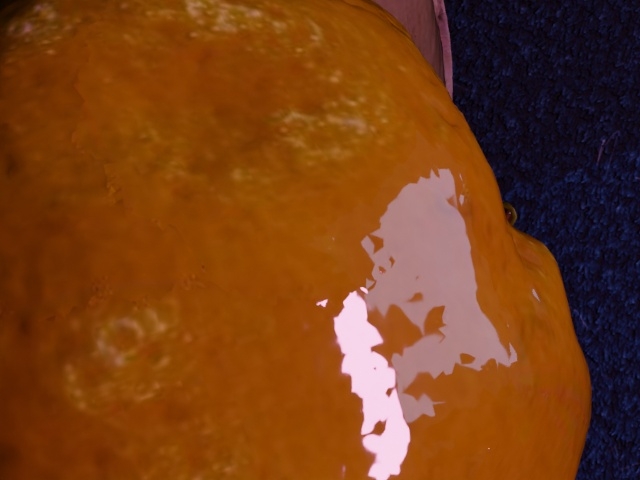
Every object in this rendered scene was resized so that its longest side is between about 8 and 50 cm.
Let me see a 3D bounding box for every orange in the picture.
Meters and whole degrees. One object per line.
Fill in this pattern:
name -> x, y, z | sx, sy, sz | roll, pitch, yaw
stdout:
orange -> -0.034, 0.037, 0.489 | 0.279, 0.235, 0.279 | -19, 90, -80

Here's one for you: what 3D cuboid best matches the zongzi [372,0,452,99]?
zongzi -> 0.021, -0.006, 0.876 | 0.500, 0.218, 0.467 | 98, -28, -69
